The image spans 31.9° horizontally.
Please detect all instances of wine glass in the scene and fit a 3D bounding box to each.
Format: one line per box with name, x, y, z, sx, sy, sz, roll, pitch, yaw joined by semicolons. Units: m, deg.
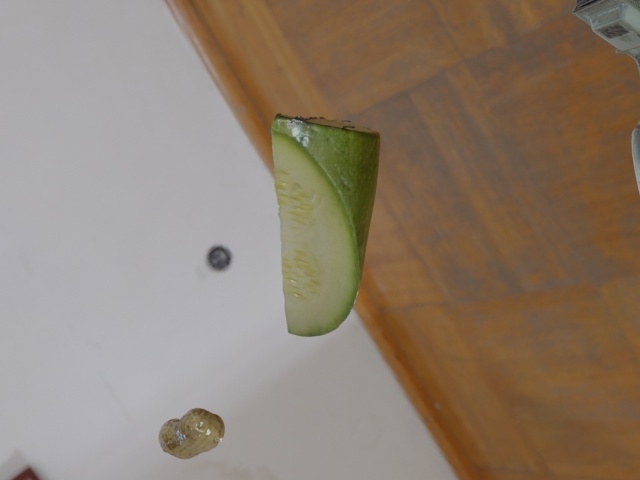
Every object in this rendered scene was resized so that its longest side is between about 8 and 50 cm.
wine glass;0.513;-0.175;1.753;0.074;0.074;0.262;-11;86;60

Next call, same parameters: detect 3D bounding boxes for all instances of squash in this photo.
squash;0.000;0.000;1.328;0.111;0.203;0.288;15;100;18

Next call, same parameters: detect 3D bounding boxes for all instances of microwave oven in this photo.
microwave oven;0.430;-0.331;1.418;0.122;0.162;0.208;33;177;-8

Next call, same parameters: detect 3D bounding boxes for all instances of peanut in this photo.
peanut;-0.148;0.219;1.269;0.113;0.054;0.054;-26;98;47
